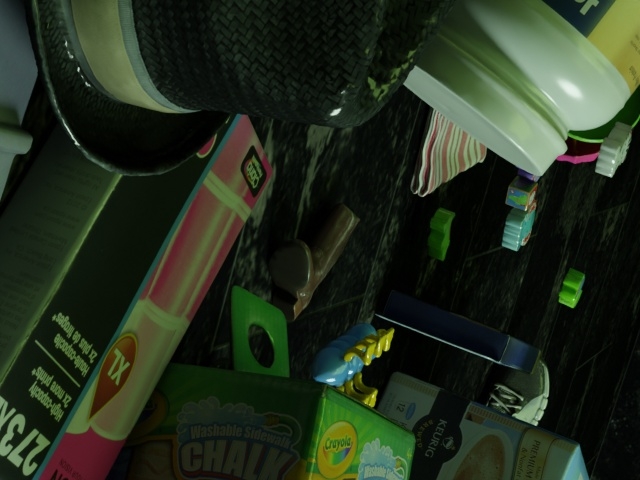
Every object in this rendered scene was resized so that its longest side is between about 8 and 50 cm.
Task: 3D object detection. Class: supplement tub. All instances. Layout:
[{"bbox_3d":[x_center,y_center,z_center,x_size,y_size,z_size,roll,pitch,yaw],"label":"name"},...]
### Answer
[{"bbox_3d":[0.198,-0.233,1.187,0.316,0.228,0.228,-53,159,1],"label":"supplement tub"}]

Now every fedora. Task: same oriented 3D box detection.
[{"bbox_3d":[-0.006,-0.177,0.728,0.334,0.152,0.334,-51,151,-43],"label":"fedora"}]

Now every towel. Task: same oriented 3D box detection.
[{"bbox_3d":[0.153,-0.130,1.523,0.197,0.029,0.144,-29,136,-61],"label":"towel"}]

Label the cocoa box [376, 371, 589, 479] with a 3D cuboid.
[{"bbox_3d":[0.135,0.365,1.651,0.347,0.228,0.231,-65,159,-13],"label":"cocoa box"}]

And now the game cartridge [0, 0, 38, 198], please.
[{"bbox_3d":[-0.167,-0.169,0.627,0.230,0.068,0.355,7,103,-74],"label":"game cartridge"}]

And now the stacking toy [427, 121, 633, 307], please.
[{"bbox_3d":[0.203,-0.048,1.454,0.052,0.167,0.221,-45,151,-48],"label":"stacking toy"}]

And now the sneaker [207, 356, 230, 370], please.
[{"bbox_3d":[-0.088,0.182,1.164,0.089,0.051,0.170,124,-27,-72],"label":"sneaker"}]

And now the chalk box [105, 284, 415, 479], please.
[{"bbox_3d":[-0.054,0.180,0.995,0.180,0.179,0.289,34,64,-61],"label":"chalk box"}]

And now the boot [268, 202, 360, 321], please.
[{"bbox_3d":[0.000,0.000,1.238,0.114,0.037,0.106,-52,166,-34],"label":"boot"}]

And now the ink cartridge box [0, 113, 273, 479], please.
[{"bbox_3d":[-0.153,0.056,0.873,0.371,0.069,0.176,-60,158,-18],"label":"ink cartridge box"}]

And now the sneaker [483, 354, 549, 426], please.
[{"bbox_3d":[0.249,0.260,2.059,0.132,0.086,0.229,9,101,-67],"label":"sneaker"}]

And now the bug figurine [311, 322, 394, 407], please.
[{"bbox_3d":[-0.023,0.199,1.317,0.216,0.072,0.279,-28,139,-53],"label":"bug figurine"}]

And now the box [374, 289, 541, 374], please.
[{"bbox_3d":[0.151,0.099,1.575,0.036,0.136,0.225,-69,160,0],"label":"box"}]

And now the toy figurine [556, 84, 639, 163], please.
[{"bbox_3d":[0.329,-0.171,1.869,0.159,0.130,0.173,95,-3,-69],"label":"toy figurine"}]
